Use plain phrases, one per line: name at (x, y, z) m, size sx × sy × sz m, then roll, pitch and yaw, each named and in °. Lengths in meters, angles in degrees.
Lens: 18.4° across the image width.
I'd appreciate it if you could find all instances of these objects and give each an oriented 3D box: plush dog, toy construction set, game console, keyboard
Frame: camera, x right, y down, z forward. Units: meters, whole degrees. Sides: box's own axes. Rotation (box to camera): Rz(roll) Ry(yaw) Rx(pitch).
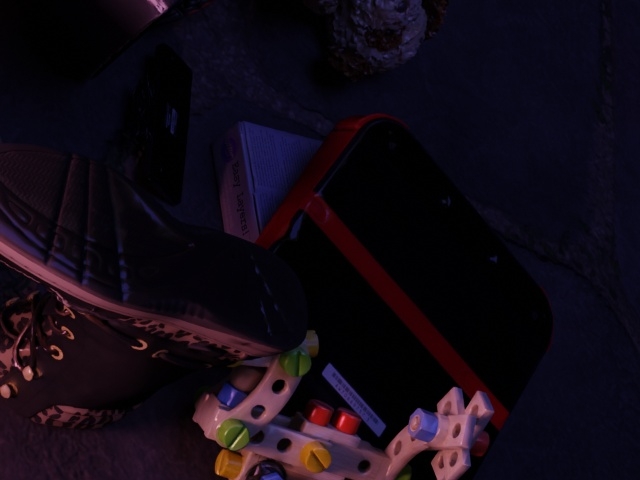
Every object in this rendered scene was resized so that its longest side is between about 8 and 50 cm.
plush dog at (0.049, -0.315, 2.477) m, size 0.262 × 0.211 × 0.225 m, roll -34°, pitch 110°, yaw -32°
toy construction set at (0.008, 0.183, 2.064) m, size 0.328 × 0.215 × 0.151 m, roll 22°, pitch 7°, yaw -9°
game console at (0.089, 0.081, 2.245) m, size 0.386 × 0.060 × 0.342 m, roll 48°, pitch 57°, yaw -21°
keyboard at (-0.187, -0.137, 2.228) m, size 0.100 × 0.038 × 0.192 m, roll 49°, pitch 35°, yaw -47°

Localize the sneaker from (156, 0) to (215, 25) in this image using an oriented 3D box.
sneaker at (-0.136, -0.338, 2.341) m, size 0.097 × 0.135 × 0.276 m, roll 47°, pitch 66°, yaw -7°

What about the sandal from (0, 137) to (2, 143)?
sandal at (-0.433, -0.123, 1.927) m, size 0.303 × 0.086 × 0.120 m, roll 2°, pitch 65°, yaw -44°

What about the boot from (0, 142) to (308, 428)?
boot at (-0.235, 0.057, 1.859) m, size 0.377 × 0.284 × 0.138 m, roll 21°, pitch 54°, yaw -36°

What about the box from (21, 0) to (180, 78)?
box at (-0.199, -0.521, 2.117) m, size 0.480 × 0.297 × 0.472 m, roll -44°, pitch 97°, yaw -24°

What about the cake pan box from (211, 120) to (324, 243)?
cake pan box at (0.000, 0.000, 2.291) m, size 0.246 × 0.070 × 0.266 m, roll 11°, pitch 59°, yaw -42°
